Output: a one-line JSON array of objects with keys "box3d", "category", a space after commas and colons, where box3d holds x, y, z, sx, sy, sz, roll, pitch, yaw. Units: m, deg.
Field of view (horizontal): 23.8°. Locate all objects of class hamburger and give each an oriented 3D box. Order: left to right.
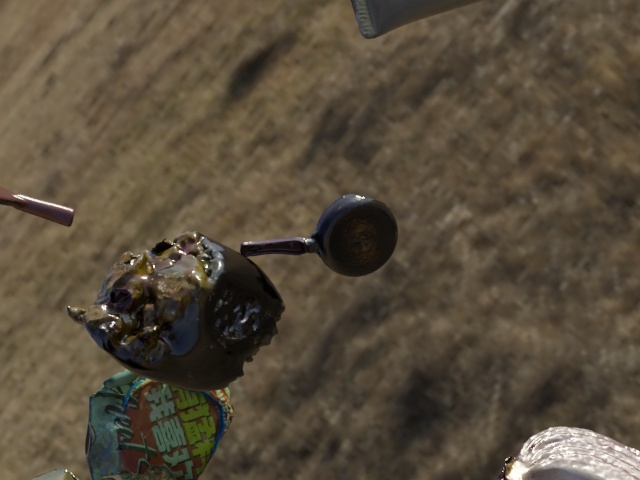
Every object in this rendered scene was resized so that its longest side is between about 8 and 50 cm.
[{"box3d": [-0.303, 0.314, 2.675, 0.150, 0.276, 0.260, 10, 88, 59], "category": "hamburger"}]

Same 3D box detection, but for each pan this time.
[{"box3d": [0.000, 0.001, 1.994, 0.040, 0.212, 0.114, -118, 22, -66], "category": "pan"}]

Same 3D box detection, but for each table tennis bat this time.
[{"box3d": [-0.315, -0.046, 1.486, 0.098, 0.155, 0.019, -136, 65, -79], "category": "table tennis bat"}]

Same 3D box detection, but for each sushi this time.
[{"box3d": [-0.187, 0.089, 1.935, 0.200, 0.204, 0.213, -1, 54, 54], "category": "sushi"}]

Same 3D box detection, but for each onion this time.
[{"box3d": [0.315, 0.323, 1.611, 0.227, 0.284, 0.120, -44, -33, -47], "category": "onion"}]

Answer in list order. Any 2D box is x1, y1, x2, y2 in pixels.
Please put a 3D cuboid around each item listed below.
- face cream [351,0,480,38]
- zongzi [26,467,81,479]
[{"box3d": [0.120, -0.267, 1.383, 0.089, 0.143, 0.314, -11, 4, 40], "category": "face cream"}, {"box3d": [-0.298, 0.480, 1.733, 0.323, 0.360, 0.160, -44, -7, 37], "category": "zongzi"}]
